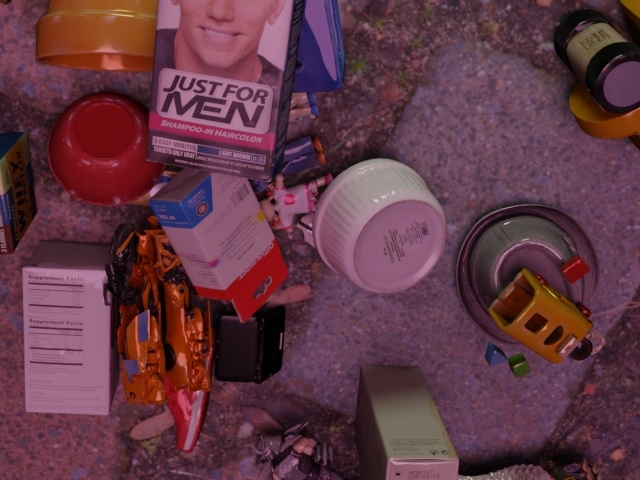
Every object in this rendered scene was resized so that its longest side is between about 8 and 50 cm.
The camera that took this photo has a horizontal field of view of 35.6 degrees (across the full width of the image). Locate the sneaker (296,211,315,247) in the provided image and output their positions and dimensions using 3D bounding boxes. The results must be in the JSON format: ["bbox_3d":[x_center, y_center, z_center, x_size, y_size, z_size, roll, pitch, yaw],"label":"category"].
[{"bbox_3d":[0.000,0.000,1.636,0.043,0.040,0.109,-25,107,20],"label":"sneaker"}]

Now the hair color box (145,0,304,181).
[{"bbox_3d":[-0.117,-0.263,1.268,0.173,0.105,0.347,10,111,4],"label":"hair color box"}]

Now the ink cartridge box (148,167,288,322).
[{"bbox_3d":[-0.149,-0.003,1.516,0.134,0.078,0.231,-47,127,-36],"label":"ink cartridge box"}]

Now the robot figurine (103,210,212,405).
[{"bbox_3d":[-0.238,0.099,1.544,0.085,0.211,0.291,2,95,35],"label":"robot figurine"}]

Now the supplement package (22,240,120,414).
[{"bbox_3d":[-0.393,0.137,1.587,0.133,0.139,0.244,3,109,-5],"label":"supplement package"}]

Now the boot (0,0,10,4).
[{"bbox_3d":[-0.467,-0.466,1.408,0.165,0.077,0.213,30,106,-12],"label":"boot"}]

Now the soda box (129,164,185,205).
[{"bbox_3d":[-0.276,-0.090,1.563,0.181,0.058,0.061,5,108,-7],"label":"soda box"}]

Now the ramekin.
[{"bbox_3d":[0.100,-0.015,1.565,0.207,0.109,0.207,-12,121,-20],"label":"ramekin"}]

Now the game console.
[{"bbox_3d":[-0.116,0.172,1.669,0.071,0.107,0.122,15,111,27],"label":"game console"}]

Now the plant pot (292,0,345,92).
[{"bbox_3d":[-0.085,-0.330,1.414,0.212,0.236,0.236,-8,110,5],"label":"plant pot"}]

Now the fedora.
[{"bbox_3d":[0.356,0.076,1.646,0.243,0.124,0.275,-28,109,5],"label":"fedora"}]

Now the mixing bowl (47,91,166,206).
[{"bbox_3d":[-0.318,-0.150,1.478,0.181,0.098,0.181,2,77,-8],"label":"mixing bowl"}]

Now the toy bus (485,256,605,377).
[{"bbox_3d":[0.363,0.138,1.546,0.202,0.104,0.191,-11,116,-4],"label":"toy bus"}]

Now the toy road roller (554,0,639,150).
[{"bbox_3d":[0.537,-0.266,1.514,0.329,0.202,0.241,-30,121,10],"label":"toy road roller"}]

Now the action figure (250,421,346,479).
[{"bbox_3d":[0.000,0.417,1.715,0.285,0.099,0.185,34,140,-8],"label":"action figure"}]

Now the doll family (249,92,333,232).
[{"bbox_3d":[-0.080,-0.142,1.552,0.163,0.118,0.263,-18,128,-6],"label":"doll family"}]

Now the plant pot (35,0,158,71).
[{"bbox_3d":[-0.299,-0.345,1.414,0.205,0.205,0.188,0,93,-6],"label":"plant pot"}]

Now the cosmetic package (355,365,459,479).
[{"bbox_3d":[0.132,0.341,1.619,0.113,0.309,0.160,1,110,-5],"label":"cosmetic package"}]

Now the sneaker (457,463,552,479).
[{"bbox_3d":[0.269,0.482,1.790,0.293,0.102,0.146,-3,139,10],"label":"sneaker"}]

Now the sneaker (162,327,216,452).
[{"bbox_3d":[-0.250,0.243,1.679,0.128,0.087,0.221,10,96,0],"label":"sneaker"}]

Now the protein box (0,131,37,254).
[{"bbox_3d":[-0.542,-0.069,1.468,0.199,0.201,0.136,-4,109,-4],"label":"protein box"}]

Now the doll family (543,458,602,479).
[{"bbox_3d":[0.462,0.457,1.801,0.111,0.076,0.193,-21,106,32],"label":"doll family"}]
